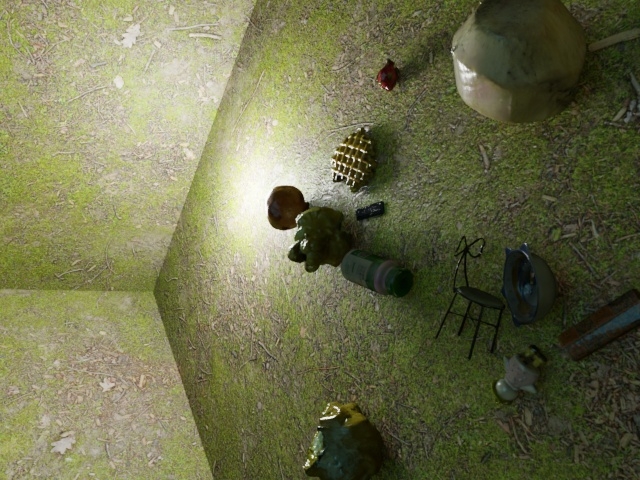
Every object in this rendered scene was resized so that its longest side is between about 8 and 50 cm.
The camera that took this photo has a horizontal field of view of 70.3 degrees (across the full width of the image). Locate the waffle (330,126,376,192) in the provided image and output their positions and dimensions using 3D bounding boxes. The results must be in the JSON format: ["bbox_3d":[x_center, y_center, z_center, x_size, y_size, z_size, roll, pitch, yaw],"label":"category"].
[{"bbox_3d":[0.133,-0.324,1.904,0.291,0.051,0.291,-15,70,50],"label":"waffle"}]

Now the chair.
[{"bbox_3d":[0.460,0.165,1.342,0.170,0.160,0.325,28,108,48],"label":"chair"}]

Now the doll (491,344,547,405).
[{"bbox_3d":[0.544,0.383,1.262,0.207,0.081,0.129,-64,35,26],"label":"doll"}]

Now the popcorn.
[{"bbox_3d":[-0.003,0.006,1.858,0.225,0.277,0.276,129,135,-61],"label":"popcorn"}]

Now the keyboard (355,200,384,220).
[{"bbox_3d":[0.197,-0.117,1.827,0.155,0.010,0.053,-16,74,49],"label":"keyboard"}]

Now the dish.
[{"bbox_3d":[0.576,0.113,1.235,0.236,0.086,0.227,88,177,-45],"label":"dish"}]

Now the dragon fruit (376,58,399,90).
[{"bbox_3d":[0.263,-0.642,1.764,0.086,0.081,0.116,41,117,58],"label":"dragon fruit"}]

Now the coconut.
[{"bbox_3d":[0.525,-0.472,1.221,0.353,0.353,0.352,-10,77,51],"label":"coconut"}]

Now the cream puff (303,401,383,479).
[{"bbox_3d":[0.104,0.744,1.674,0.274,0.270,0.323,25,108,15],"label":"cream puff"}]

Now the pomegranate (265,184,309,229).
[{"bbox_3d":[-0.153,-0.150,2.122,0.215,0.215,0.215,-10,77,51],"label":"pomegranate"}]

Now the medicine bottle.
[{"bbox_3d":[0.208,0.122,1.681,0.274,0.133,0.133,17,98,51],"label":"medicine bottle"}]

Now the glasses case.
[{"bbox_3d":[0.697,0.212,1.118,0.218,0.049,0.075,-51,49,34],"label":"glasses case"}]
